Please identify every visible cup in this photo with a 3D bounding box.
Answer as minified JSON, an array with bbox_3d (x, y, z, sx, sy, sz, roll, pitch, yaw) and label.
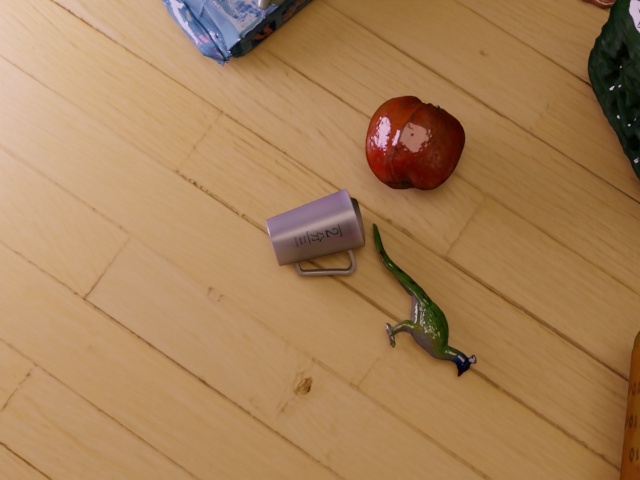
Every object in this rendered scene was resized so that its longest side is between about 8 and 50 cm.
[{"bbox_3d":[0.000,0.000,1.629,0.116,0.074,0.104,-18,106,0],"label":"cup"}]

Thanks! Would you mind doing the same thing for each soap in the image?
[{"bbox_3d":[-0.067,-0.365,1.702,0.293,0.077,0.156,-38,81,-7],"label":"soap"}]

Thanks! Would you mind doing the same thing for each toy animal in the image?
[{"bbox_3d":[0.100,0.083,1.619,0.075,0.041,0.217,-34,75,-9],"label":"toy animal"}]

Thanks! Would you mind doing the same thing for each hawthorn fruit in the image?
[{"bbox_3d":[0.117,-0.118,1.629,0.128,0.128,0.128,0,77,0],"label":"hawthorn fruit"}]

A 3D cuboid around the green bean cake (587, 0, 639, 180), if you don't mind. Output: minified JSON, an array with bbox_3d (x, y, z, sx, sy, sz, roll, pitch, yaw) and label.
[{"bbox_3d":[0.451,-0.161,1.537,0.169,0.308,0.300,-25,77,-4],"label":"green bean cake"}]

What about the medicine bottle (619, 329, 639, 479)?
[{"bbox_3d":[0.447,0.293,1.475,0.224,0.224,0.384,9,77,2],"label":"medicine bottle"}]

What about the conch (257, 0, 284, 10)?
[{"bbox_3d":[-0.054,-0.371,1.638,0.065,0.088,0.180,-2,83,44],"label":"conch"}]

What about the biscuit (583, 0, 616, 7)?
[{"bbox_3d":[0.363,-0.363,1.730,0.130,0.019,0.102,37,81,7],"label":"biscuit"}]
